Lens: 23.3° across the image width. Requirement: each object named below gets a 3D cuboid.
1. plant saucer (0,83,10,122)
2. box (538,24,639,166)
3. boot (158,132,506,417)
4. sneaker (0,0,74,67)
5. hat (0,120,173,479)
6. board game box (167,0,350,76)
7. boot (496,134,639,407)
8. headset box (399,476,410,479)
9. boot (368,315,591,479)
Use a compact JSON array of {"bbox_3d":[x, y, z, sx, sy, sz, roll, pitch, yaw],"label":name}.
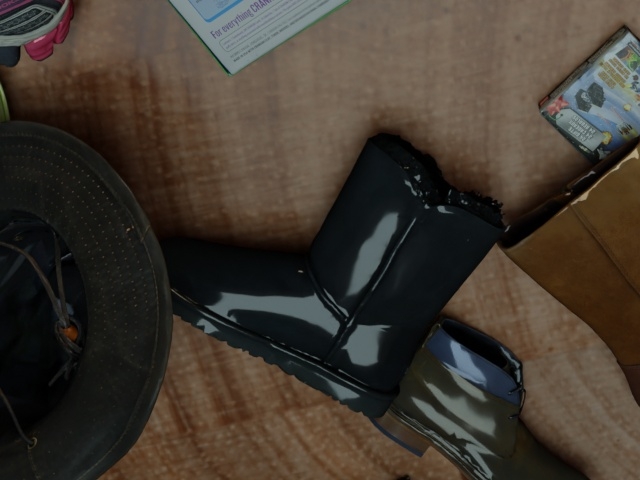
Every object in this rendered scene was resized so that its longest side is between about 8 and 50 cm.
[{"bbox_3d":[-0.364,-0.099,1.249,0.241,0.037,0.241,1,112,4],"label":"plant saucer"},{"bbox_3d":[0.251,-0.089,1.220,0.137,0.027,0.094,43,108,-14],"label":"box"},{"bbox_3d":[0.000,0.000,1.239,0.246,0.094,0.207,29,105,1],"label":"boot"},{"bbox_3d":[-0.329,-0.219,1.135,0.299,0.112,0.121,10,71,0],"label":"sneaker"},{"bbox_3d":[-0.234,0.070,1.224,0.331,0.134,0.331,-1,87,24],"label":"hat"},{"bbox_3d":[-0.064,-0.303,1.091,0.242,0.064,0.316,-29,116,23],"label":"board game box"},{"bbox_3d":[0.322,0.020,1.230,0.264,0.096,0.280,-31,111,28],"label":"boot"},{"bbox_3d":[0.006,0.387,1.374,0.283,0.131,0.246,-25,109,13],"label":"headset box"},{"bbox_3d":[0.156,0.152,1.296,0.219,0.082,0.106,26,114,-5],"label":"boot"}]
